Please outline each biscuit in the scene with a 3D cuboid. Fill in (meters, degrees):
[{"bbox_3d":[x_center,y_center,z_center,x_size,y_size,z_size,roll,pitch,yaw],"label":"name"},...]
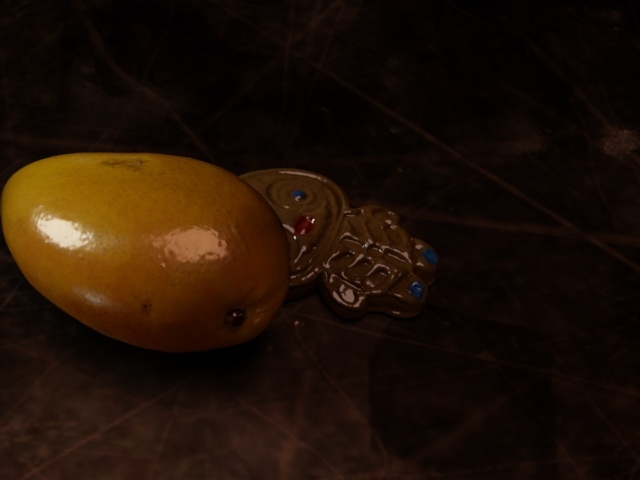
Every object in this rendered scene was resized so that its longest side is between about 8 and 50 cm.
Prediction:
[{"bbox_3d":[0.000,0.000,1.319,0.175,0.026,0.124,19,46,5],"label":"biscuit"}]

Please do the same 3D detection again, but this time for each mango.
[{"bbox_3d":[-0.125,0.002,1.237,0.219,0.112,0.145,18,45,20],"label":"mango"}]
